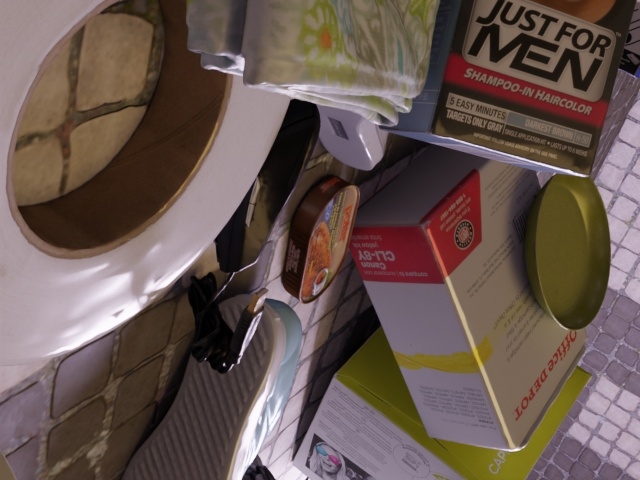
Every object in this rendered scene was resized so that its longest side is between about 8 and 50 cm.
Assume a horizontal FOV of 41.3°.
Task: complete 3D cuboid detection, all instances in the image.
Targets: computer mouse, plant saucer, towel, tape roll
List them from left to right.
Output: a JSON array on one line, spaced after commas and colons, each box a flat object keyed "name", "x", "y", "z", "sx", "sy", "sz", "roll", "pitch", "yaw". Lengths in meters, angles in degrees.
[{"name": "tape roll", "x": -0.153, "y": -0.091, "z": 0.587, "sx": 0.392, "sy": 0.072, "sz": 0.392, "roll": -46, "pitch": 156, "yaw": -27}, {"name": "computer mouse", "x": -0.074, "y": -0.009, "z": 0.787, "sx": 0.060, "sy": 0.184, "sz": 0.262, "roll": 21, "pitch": 112, "yaw": -22}, {"name": "towel", "x": 0.034, "y": -0.273, "z": 0.586, "sx": 0.320, "sy": 0.090, "sz": 0.374, "roll": -12, "pitch": 112, "yaw": -70}, {"name": "plant saucer", "x": 0.361, "y": 0.013, "z": 1.254, "sx": 0.241, "sy": 0.037, "sz": 0.241, "roll": 3, "pitch": 85, "yaw": -48}]

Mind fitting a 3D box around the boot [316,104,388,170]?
[{"name": "boot", "x": 0.042, "y": -0.178, "z": 0.891, "sx": 0.123, "sy": 0.095, "sz": 0.258, "roll": -62, "pitch": 166, "yaw": -12}]

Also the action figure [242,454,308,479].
[{"name": "action figure", "x": -0.114, "y": 0.393, "z": 1.240, "sx": 0.164, "sy": 0.141, "sz": 0.276, "roll": -59, "pitch": 143, "yaw": -3}]

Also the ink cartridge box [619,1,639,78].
[{"name": "ink cartridge box", "x": 0.405, "y": -0.333, "z": 1.280, "sx": 0.046, "sy": 0.207, "sz": 0.097, "roll": -9, "pitch": 127, "yaw": -63}]

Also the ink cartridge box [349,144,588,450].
[{"name": "ink cartridge box", "x": 0.226, "y": 0.072, "z": 1.254, "sx": 0.279, "sy": 0.160, "sz": 0.384, "roll": -41, "pitch": 117, "yaw": -38}]

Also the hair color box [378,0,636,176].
[{"name": "hair color box", "x": 0.200, "y": -0.265, "z": 0.812, "sx": 0.185, "sy": 0.113, "sz": 0.374, "roll": 11, "pitch": 95, "yaw": -23}]

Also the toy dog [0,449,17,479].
[{"name": "toy dog", "x": -0.310, "y": 0.276, "z": 0.331, "sx": 0.408, "sy": 0.395, "sz": 0.284, "roll": -19, "pitch": 149, "yaw": -56}]

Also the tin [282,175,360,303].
[{"name": "tin", "x": 0.000, "y": 0.000, "z": 1.090, "sx": 0.106, "sy": 0.040, "sz": 0.189, "roll": -34, "pitch": 148, "yaw": -39}]

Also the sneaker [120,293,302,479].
[{"name": "sneaker", "x": -0.115, "y": 0.237, "z": 1.026, "sx": 0.366, "sy": 0.135, "sz": 0.150, "roll": -61, "pitch": 155, "yaw": 9}]

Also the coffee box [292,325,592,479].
[{"name": "coffee box", "x": 0.210, "y": 0.322, "z": 1.515, "sx": 0.337, "sy": 0.338, "sz": 0.334, "roll": -41, "pitch": 161, "yaw": -38}]
